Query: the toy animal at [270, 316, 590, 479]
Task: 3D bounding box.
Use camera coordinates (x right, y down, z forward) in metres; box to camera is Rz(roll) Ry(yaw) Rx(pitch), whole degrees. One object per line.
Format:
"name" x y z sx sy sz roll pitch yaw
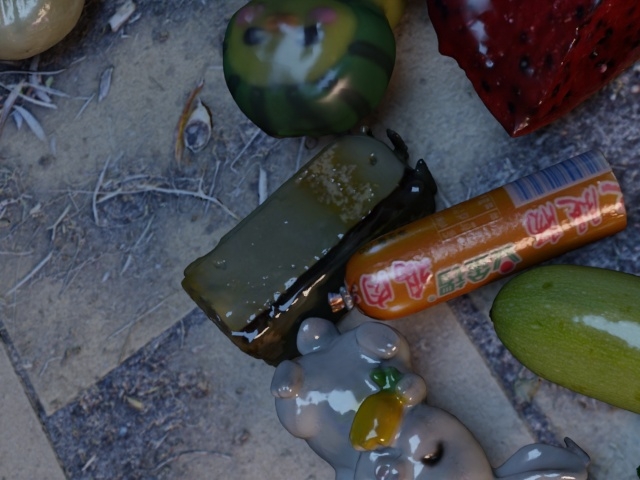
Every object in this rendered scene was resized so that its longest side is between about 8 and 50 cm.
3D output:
"toy animal" 0.094 0.213 1.168 0.325 0.154 0.208 25 78 14

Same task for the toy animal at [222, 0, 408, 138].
"toy animal" 0.008 -0.266 1.283 0.216 0.191 0.338 3 73 24

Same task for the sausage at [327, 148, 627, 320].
"sausage" 0.153 0.005 1.181 0.312 0.093 0.093 -22 70 1

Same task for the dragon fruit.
"dragon fruit" 0.236 -0.326 1.166 0.302 0.240 0.330 -33 84 -21

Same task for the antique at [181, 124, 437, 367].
"antique" 0.000 0.000 1.269 0.284 0.150 0.125 -44 65 -1

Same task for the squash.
"squash" 0.281 0.091 1.126 0.247 0.132 0.132 17 85 24

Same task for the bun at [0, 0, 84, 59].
"bun" -0.421 -0.362 1.503 0.273 0.168 0.272 -1 86 12

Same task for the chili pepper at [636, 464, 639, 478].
"chili pepper" 0.301 0.287 1.106 0.253 0.083 0.099 -49 56 2
